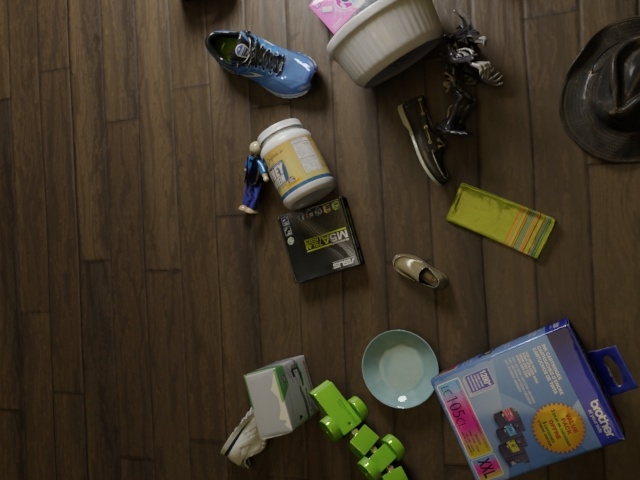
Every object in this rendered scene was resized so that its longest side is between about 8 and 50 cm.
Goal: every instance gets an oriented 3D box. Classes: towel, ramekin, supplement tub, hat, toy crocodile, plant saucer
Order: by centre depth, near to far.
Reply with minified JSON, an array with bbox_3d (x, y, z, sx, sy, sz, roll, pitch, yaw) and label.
[{"bbox_3d":[0.678,-0.332,1.419,0.331,0.134,0.332,0,90,20],"label":"hat"},{"bbox_3d":[0.161,-0.466,1.553,0.272,0.273,0.127,-31,91,18],"label":"ramekin"},{"bbox_3d":[0.425,-0.049,1.575,0.237,0.021,0.102,25,98,19],"label":"towel"},{"bbox_3d":[0.201,0.317,1.653,0.194,0.037,0.195,0,91,21],"label":"plant saucer"},{"bbox_3d":[0.099,0.498,1.664,0.115,0.105,0.340,-37,73,-26],"label":"toy crocodile"},{"bbox_3d":[-0.064,-0.194,1.695,0.144,0.144,0.200,-30,80,18],"label":"supplement tub"}]

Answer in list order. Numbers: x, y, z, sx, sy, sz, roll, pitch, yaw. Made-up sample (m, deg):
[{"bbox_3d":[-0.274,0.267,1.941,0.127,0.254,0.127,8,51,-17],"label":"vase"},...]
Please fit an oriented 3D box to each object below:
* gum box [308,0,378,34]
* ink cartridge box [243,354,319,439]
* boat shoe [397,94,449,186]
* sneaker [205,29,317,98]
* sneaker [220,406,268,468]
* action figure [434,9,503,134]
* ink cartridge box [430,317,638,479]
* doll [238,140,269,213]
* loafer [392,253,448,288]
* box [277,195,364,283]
[{"bbox_3d":[0.077,-0.619,1.683,0.188,0.062,0.107,-43,76,16],"label":"gum box"},{"bbox_3d":[-0.093,0.386,1.670,0.092,0.219,0.160,-18,85,17],"label":"ink cartridge box"},{"bbox_3d":[0.261,-0.242,1.604,0.068,0.081,0.228,-28,78,23],"label":"boat shoe"},{"bbox_3d":[-0.163,-0.464,1.731,0.330,0.147,0.130,21,98,19],"label":"sneaker"},{"bbox_3d":[-0.170,0.504,1.781,0.094,0.090,0.235,36,106,4],"label":"sneaker"},{"bbox_3d":[0.345,-0.384,1.537,0.140,0.164,0.276,14,105,32],"label":"action figure"},{"bbox_3d":[0.488,0.349,1.487,0.395,0.151,0.270,-28,81,17],"label":"ink cartridge box"},{"bbox_3d":[-0.175,-0.169,1.769,0.129,0.046,0.189,23,107,54],"label":"doll"},{"bbox_3d":[0.242,0.074,1.629,0.148,0.050,0.056,23,98,19],"label":"loafer"},{"bbox_3d":[0.000,0.000,1.725,0.190,0.045,0.184,-17,82,21],"label":"box"}]
